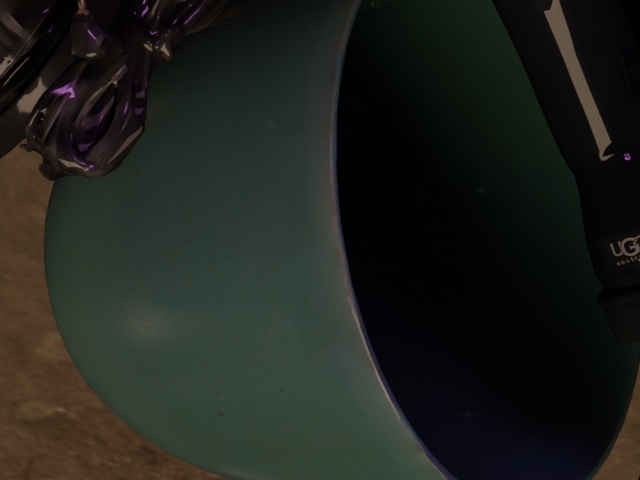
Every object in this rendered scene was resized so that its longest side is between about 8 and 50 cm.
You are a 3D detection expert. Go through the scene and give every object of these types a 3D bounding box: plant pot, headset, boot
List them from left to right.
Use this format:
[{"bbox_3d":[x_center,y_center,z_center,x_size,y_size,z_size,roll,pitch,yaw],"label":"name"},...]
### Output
[{"bbox_3d":[-0.198,-0.122,0.832,0.394,0.185,0.243,10,153,40],"label":"headset"},{"bbox_3d":[0.000,0.000,0.899,0.235,0.293,0.293,-9,134,37],"label":"plant pot"},{"bbox_3d":[0.173,-0.079,0.871,0.094,0.246,0.207,-16,96,30],"label":"boot"}]

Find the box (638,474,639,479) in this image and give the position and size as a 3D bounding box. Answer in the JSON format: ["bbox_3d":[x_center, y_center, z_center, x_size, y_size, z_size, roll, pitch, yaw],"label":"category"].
[{"bbox_3d":[0.391,0.068,0.620,0.297,0.480,0.472,38,148,-24],"label":"box"}]
